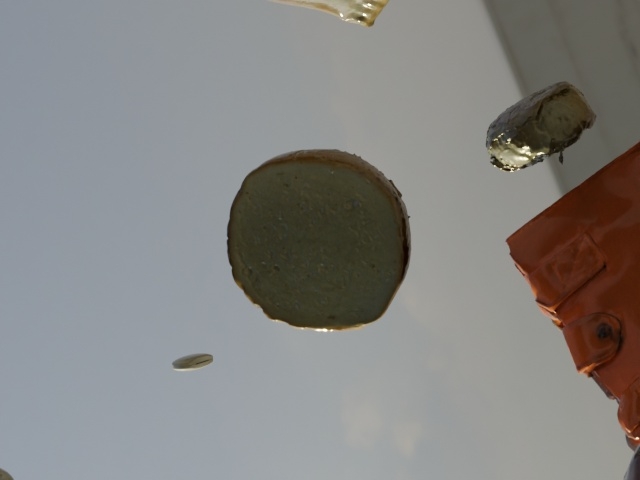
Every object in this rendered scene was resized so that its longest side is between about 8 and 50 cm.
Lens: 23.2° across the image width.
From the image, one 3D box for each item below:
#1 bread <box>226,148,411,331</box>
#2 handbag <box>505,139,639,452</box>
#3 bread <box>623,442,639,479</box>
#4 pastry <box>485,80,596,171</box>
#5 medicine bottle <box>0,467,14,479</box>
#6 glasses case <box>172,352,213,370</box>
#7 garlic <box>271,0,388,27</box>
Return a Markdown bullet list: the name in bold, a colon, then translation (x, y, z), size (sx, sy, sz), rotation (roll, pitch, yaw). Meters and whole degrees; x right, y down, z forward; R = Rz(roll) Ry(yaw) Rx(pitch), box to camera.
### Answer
- **bread**: translation (0.000, 0.000, 1.894), size (0.070, 0.236, 0.236), rotation (-40, -73, -80)
- **handbag**: translation (0.438, 0.076, 1.913), size (0.116, 0.303, 0.410), rotation (44, -167, -50)
- **bread**: translation (0.429, 0.209, 1.281), size (0.204, 0.358, 0.337), rotation (58, 157, -16)
- **pastry**: translation (0.282, -0.148, 2.018), size (0.081, 0.153, 0.153), rotation (51, -164, -14)
- **medicine bottle**: translation (-0.477, 0.450, 1.846), size (0.282, 0.123, 0.375), rotation (-68, -1, -69)
- **glasses case**: translation (-0.185, 0.176, 2.262), size (0.083, 0.032, 0.021), rotation (-11, -81, -65)
- **garlic**: translation (-0.045, -0.415, 1.725), size (0.340, 0.246, 0.231), rotation (64, 148, 33)
